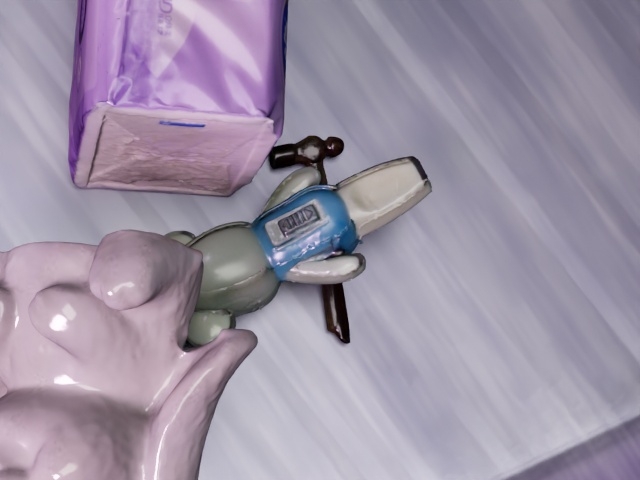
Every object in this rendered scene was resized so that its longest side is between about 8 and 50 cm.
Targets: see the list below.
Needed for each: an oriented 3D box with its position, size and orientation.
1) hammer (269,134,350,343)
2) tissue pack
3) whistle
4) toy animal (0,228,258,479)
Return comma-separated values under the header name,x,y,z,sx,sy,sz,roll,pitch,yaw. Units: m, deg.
name,x,y,z,sx,sy,sz,roll,pitch,yaw
hammer,0.000,0.000,1.475,0.065,0.021,0.178,-7,82,-12
tissue pack,-0.108,-0.225,1.388,0.160,0.242,0.338,5,78,-12
whistle,-0.020,0.000,1.429,0.236,0.077,0.114,-27,60,-2
toy animal,-0.178,0.141,1.301,0.272,0.206,0.265,-6,73,27
